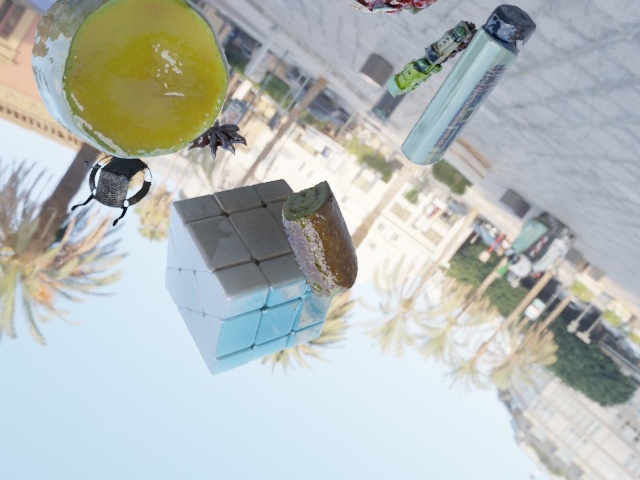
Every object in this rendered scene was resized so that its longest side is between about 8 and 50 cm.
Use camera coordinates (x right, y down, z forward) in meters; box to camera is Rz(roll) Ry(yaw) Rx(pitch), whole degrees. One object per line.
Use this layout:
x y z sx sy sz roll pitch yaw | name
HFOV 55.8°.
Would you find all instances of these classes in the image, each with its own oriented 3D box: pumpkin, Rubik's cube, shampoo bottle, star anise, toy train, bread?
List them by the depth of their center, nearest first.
-0.322 -0.285 1.047 0.332 0.332 0.199 30 -169 -31 | pumpkin
0.000 0.000 1.060 0.132 0.103 0.172 -82 -25 -59 | bread
0.301 -0.306 1.234 0.134 0.359 0.078 -13 -121 -37 | shampoo bottle
0.245 -0.397 1.330 0.085 0.250 0.053 -25 -93 -34 | toy train
-0.229 -0.230 1.341 0.141 0.042 0.141 4 -134 -4 | star anise
-0.174 0.082 1.487 0.316 0.321 0.318 -15 -127 -31 | Rubik's cube

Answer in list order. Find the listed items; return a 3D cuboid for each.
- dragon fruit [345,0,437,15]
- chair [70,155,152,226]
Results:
0.073 -0.429 0.782 0.293 0.234 0.233 55 -178 -24 | dragon fruit
-0.574 -0.160 1.683 0.175 0.148 0.213 20 -157 -1 | chair
